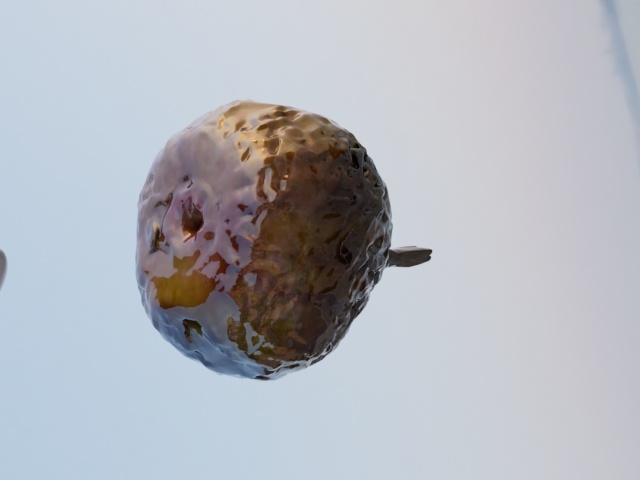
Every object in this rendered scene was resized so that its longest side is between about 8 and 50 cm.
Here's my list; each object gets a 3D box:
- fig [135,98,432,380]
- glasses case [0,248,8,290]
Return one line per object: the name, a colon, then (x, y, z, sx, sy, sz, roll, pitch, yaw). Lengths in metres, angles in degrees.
fig: (0.000, 0.000, 1.519, 0.369, 0.286, 0.286, 2, -111, -40)
glasses case: (-0.389, 0.020, 1.370, 0.113, 0.075, 0.297, -58, -23, -5)
